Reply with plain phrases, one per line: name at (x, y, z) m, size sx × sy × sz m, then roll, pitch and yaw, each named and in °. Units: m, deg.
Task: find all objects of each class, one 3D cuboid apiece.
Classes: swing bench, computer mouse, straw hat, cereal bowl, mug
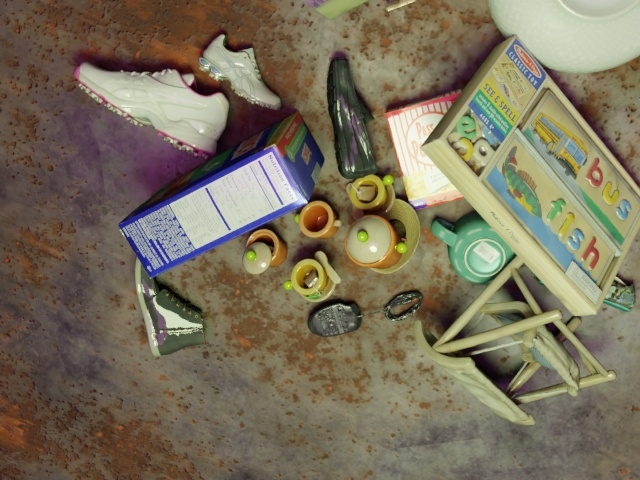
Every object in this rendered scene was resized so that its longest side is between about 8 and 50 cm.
swing bench at (0.352, 0.205, 1.269) m, size 0.255 × 0.165 × 0.253 m, roll -37°, pitch 126°, yaw 17°
computer mouse at (0.091, 0.145, 1.409) m, size 0.242 × 0.041 × 0.071 m, roll -12°, pitch 104°, yaw 6°
straw hat at (0.145, -0.005, 1.329) m, size 0.145 × 0.061 × 0.144 m, roll -8°, pitch 76°, yaw 36°
cereal bowl at (0.439, -0.437, 1.107) m, size 0.339 × 0.141 × 0.338 m, roll 2°, pitch 108°, yaw 7°
mug at (0.292, 0.019, 1.299) m, size 0.158 × 0.097 × 0.129 m, roll -7°, pitch 107°, yaw 11°

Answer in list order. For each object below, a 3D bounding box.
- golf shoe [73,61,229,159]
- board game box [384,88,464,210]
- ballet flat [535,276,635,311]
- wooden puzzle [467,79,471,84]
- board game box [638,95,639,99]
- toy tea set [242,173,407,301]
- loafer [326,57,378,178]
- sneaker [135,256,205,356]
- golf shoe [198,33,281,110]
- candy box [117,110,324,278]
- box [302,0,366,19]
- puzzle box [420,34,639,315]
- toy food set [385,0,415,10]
golf shoe at (-0.313, -0.274, 1.304) m, size 0.306 × 0.115 × 0.140 m, roll 28°, pitch 90°, yaw -1°
board game box at (0.215, -0.166, 1.278) m, size 0.147 × 0.045 × 0.193 m, roll -15°, pitch 105°, yaw 13°
ballet flat at (0.507, 0.079, 1.313) m, size 0.189 × 0.070 × 0.070 m, roll 18°, pitch 110°, yaw 1°
wooden puzzle at (0.313, -0.281, 1.244) m, size 0.116 × 0.014 × 0.078 m, roll -36°, pitch 104°, yaw 18°
board game box at (0.655, -0.324, 1.059) m, size 0.193 × 0.053 × 0.305 m, roll 23°, pitch 100°, yaw 4°
toy tea set at (0.000, 0.000, 1.288) m, size 0.336 × 0.124 × 0.200 m, roll -27°, pitch 67°, yaw 17°
loafer at (0.059, -0.225, 1.269) m, size 0.078 × 0.076 × 0.223 m, roll -10°, pitch 96°, yaw -10°
sneaker at (-0.315, 0.125, 1.448) m, size 0.118 × 0.083 × 0.221 m, roll -12°, pitch 99°, yaw -7°
golf shoe at (-0.137, -0.311, 1.276) m, size 0.176 × 0.069 × 0.086 m, roll 34°, pitch 104°, yaw -4°
candy box at (-0.165, -0.089, 1.244) m, size 0.317 × 0.268 × 0.122 m, roll -24°, pitch 106°, yaw 15°
box at (0.075, -0.472, 1.097) m, size 0.243 × 0.213 × 0.117 m, roll -22°, pitch 94°, yaw 17°
puzzle box at (0.377, -0.106, 1.154) m, size 0.409 × 0.272 × 0.052 m, roll 44°, pitch 153°, yaw -15°
toy food set at (0.126, -0.469, 1.208) m, size 0.078 × 0.019 × 0.122 m, roll -16°, pitch 96°, yaw 16°
